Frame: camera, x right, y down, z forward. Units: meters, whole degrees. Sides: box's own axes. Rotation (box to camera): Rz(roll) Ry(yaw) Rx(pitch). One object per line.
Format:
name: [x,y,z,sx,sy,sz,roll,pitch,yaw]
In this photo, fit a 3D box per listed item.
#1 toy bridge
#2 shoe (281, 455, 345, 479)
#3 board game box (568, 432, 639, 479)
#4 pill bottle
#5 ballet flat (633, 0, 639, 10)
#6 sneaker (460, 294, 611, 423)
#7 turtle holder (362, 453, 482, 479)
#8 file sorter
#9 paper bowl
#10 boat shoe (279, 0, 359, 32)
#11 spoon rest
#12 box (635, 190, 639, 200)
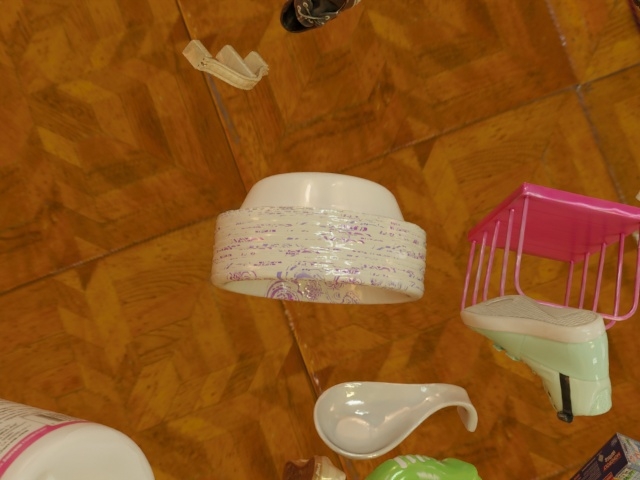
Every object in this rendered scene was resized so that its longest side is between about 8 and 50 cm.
toy bridge: [-0.113,-0.232,1.222,0.026,0.188,0.063,-44,79,21]
shoe: [-0.018,0.414,1.567,0.058,0.219,0.077,12,69,-16]
board game box: [0.505,0.398,1.454,0.194,0.060,0.194,13,130,-18]
pill bottle: [-0.285,0.210,0.747,0.283,0.160,0.161,3,84,37]
ballet flat: [0.429,-0.298,1.106,0.077,0.091,0.241,-21,94,-46]
sneaker: [0.284,0.161,1.226,0.094,0.256,0.151,-19,104,-25]
turtle holder: [0.064,0.425,1.139,0.227,0.243,0.320,36,50,-22]
file sorter: [0.360,0.054,1.450,0.202,0.291,0.182,12,75,-4]
paper bowl: [0.000,0.000,1.216,0.284,0.284,0.148,4,79,-1]
boat shoe: [-0.008,-0.343,1.319,0.080,0.228,0.076,35,83,-22]
spoon rest: [0.121,0.267,1.405,0.276,0.084,0.137,-3,44,-23]
box: [0.692,-0.096,1.713,0.137,0.126,0.072,41,56,18]
